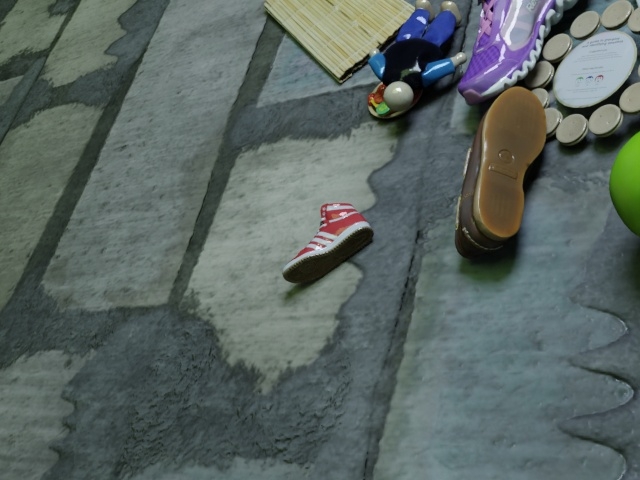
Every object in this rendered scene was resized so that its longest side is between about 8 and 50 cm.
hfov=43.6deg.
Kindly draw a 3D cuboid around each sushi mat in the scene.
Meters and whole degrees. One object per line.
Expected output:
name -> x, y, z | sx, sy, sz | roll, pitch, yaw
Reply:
sushi mat -> 0.022, -0.359, 1.248 | 0.151, 0.019, 0.316 | -38, 43, 2

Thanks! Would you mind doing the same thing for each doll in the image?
doll -> 0.128, -0.239, 1.033 | 0.129, 0.046, 0.189 | 12, 55, 23

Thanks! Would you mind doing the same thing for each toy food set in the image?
toy food set -> 0.100, -0.195, 1.058 | 0.083, 0.020, 0.082 | -36, 43, 5

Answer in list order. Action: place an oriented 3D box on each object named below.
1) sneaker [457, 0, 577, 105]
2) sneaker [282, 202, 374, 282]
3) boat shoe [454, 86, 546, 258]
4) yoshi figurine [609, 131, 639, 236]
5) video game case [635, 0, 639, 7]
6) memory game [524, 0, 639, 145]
sneaker -> 0.222, -0.267, 0.952 | 0.236, 0.104, 0.095 | -55, 20, -16
sneaker -> 0.000, 0.000, 0.954 | 0.119, 0.042, 0.067 | -31, 47, 1
boat shoe -> 0.187, -0.075, 0.862 | 0.206, 0.073, 0.073 | -65, 6, -30
yoshi figurine -> 0.388, -0.092, 0.652 | 0.362, 0.203, 0.203 | -41, 23, 13
video game case -> 0.437, -0.260, 0.844 | 0.184, 0.023, 0.201 | -18, 57, 24
memory game -> 0.302, -0.185, 0.880 | 0.186, 0.012, 0.186 | -31, 43, 34
